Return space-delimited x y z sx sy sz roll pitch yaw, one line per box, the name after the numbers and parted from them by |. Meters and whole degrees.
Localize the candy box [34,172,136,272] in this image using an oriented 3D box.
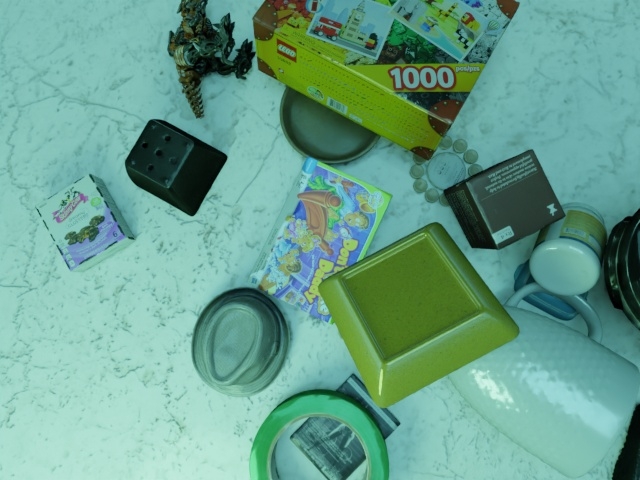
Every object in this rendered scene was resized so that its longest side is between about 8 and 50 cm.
-0.598 -0.044 1.315 0.164 0.070 0.196 -32 84 -1 | candy box

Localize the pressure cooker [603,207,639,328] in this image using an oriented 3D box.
0.808 0.073 1.068 0.369 0.420 0.376 -37 69 19 | pressure cooker

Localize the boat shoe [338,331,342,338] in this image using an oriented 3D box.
0.089 0.166 1.263 0.062 0.059 0.170 17 85 5 | boat shoe

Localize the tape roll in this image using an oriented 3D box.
-0.001 0.516 1.203 0.320 0.077 0.322 -1 83 5 | tape roll

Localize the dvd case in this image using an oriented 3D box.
0.059 0.461 1.253 0.221 0.018 0.164 -45 82 -2 | dvd case

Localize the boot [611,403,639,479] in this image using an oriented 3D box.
0.802 0.521 1.170 0.207 0.094 0.247 23 79 9 | boot

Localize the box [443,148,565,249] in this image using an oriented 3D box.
0.416 -0.088 1.196 0.168 0.203 0.167 -26 90 -1 | box

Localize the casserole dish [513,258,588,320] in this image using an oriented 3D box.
0.566 0.118 1.257 0.188 0.037 0.114 29 86 6 | casserole dish

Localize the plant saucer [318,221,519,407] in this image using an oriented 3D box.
0.189 0.129 1.099 0.332 0.081 0.333 -28 55 -1 | plant saucer

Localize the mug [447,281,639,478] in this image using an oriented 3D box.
0.480 0.260 1.142 0.327 0.276 0.374 31 68 16 | mug

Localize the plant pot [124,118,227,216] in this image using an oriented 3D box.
-0.369 -0.192 1.273 0.188 0.167 0.188 29 86 5 | plant pot

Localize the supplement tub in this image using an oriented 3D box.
0.569 0.014 1.175 0.144 0.144 0.200 37 47 6 | supplement tub

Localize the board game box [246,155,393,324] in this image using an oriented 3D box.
0.000 0.000 1.277 0.233 0.078 0.347 25 85 5 | board game box

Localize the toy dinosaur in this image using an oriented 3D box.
-0.299 -0.480 1.336 0.218 0.164 0.322 -2 102 17 | toy dinosaur

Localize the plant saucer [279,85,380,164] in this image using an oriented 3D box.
0.033 -0.328 1.331 0.277 0.041 0.278 0 84 3 | plant saucer

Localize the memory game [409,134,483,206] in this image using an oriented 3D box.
0.320 -0.178 1.314 0.186 0.012 0.186 0 83 2 | memory game

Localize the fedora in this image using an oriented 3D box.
-0.202 0.249 1.227 0.243 0.124 0.276 26 89 5 | fedora

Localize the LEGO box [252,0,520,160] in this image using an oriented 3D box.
0.148 -0.486 1.235 0.499 0.193 0.373 29 75 6 | LEGO box
